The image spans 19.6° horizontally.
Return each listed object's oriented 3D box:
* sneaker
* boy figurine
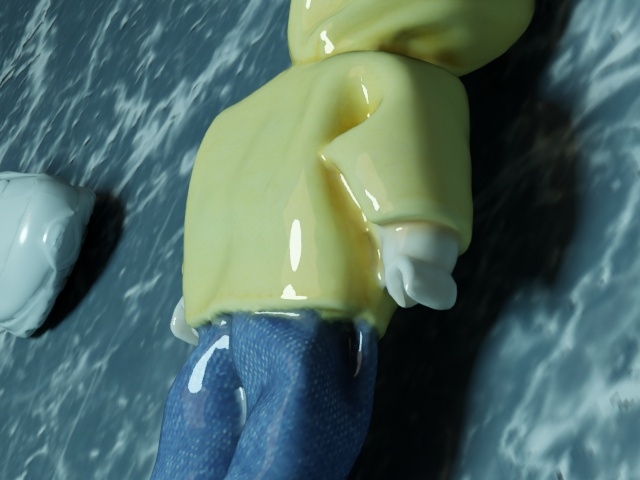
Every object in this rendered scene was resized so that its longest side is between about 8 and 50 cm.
[{"bbox_3d":[-0.208,-0.007,1.051,0.232,0.115,0.090,-4,61,62],"label":"sneaker"},{"bbox_3d":[0.000,0.000,0.663,0.177,0.092,0.285,-22,45,56],"label":"boy figurine"}]
